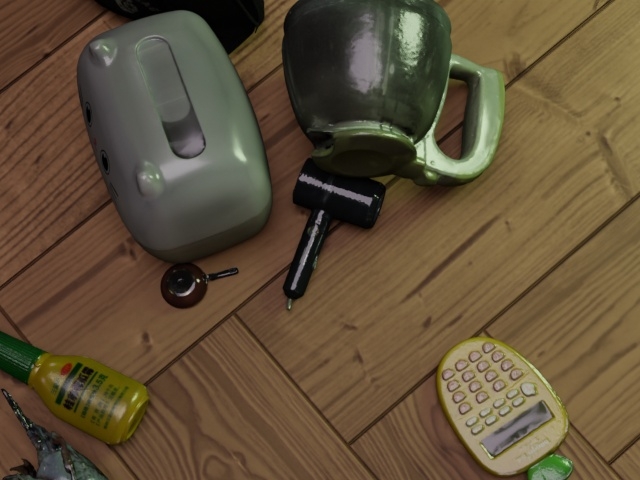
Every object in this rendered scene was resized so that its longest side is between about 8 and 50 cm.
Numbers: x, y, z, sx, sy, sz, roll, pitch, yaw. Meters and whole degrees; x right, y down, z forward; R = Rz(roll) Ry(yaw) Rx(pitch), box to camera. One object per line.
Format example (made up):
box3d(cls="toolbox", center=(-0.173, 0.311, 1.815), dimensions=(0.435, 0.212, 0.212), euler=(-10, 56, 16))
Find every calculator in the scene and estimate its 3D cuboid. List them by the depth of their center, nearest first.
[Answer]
box3d(cls="calculator", center=(0.253, 0.237, 1.782), dimensions=(0.146, 0.032, 0.235), euler=(-33, 73, -7))

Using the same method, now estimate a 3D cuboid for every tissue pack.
box3d(cls="tissue pack", center=(-0.204, -0.152, 1.817), dimensions=(0.229, 0.236, 0.333), euler=(-20, 72, -4))

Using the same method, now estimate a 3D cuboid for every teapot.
box3d(cls="teapot", center=(0.087, -0.193, 1.844), dimensions=(0.240, 0.322, 0.239), euler=(-13, 65, 34))

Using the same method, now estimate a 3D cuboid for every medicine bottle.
box3d(cls="medicine bottle", center=(-0.367, 0.192, 1.813), dimensions=(0.261, 0.064, 0.095), euler=(25, 76, 11))

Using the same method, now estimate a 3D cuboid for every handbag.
box3d(cls="handbag", center=(-0.244, -0.410, 1.876), dimensions=(0.342, 0.288, 0.152), euler=(27, 79, 10))

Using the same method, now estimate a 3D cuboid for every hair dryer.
box3d(cls="hair dryer", center=(0.000, 0.000, 1.856), dimensions=(0.124, 0.071, 0.219), euler=(22, 82, 9))

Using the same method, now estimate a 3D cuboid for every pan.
box3d(cls="pan", center=(-0.174, 0.055, 1.865), dimensions=(0.115, 0.023, 0.068), euler=(-17, 71, -2))

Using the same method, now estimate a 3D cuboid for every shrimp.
box3d(cls="shrimp", center=(-0.335, 0.357, 1.705), dimensions=(0.137, 0.172, 0.372), euler=(-44, 83, -5))
